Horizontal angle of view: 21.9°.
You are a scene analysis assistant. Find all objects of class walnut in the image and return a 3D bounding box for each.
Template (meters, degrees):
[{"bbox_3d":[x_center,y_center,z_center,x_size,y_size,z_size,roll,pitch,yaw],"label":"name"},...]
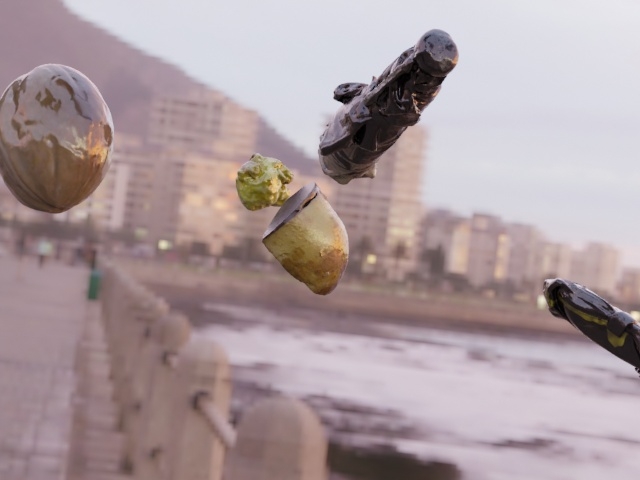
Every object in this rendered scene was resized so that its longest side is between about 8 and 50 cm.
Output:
[{"bbox_3d":[-0.294,-0.112,1.819,0.140,0.162,0.140,-22,-7,-3],"label":"walnut"}]

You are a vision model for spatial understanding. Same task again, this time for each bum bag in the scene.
[{"bbox_3d":[0.382,0.119,2.146,0.232,0.060,0.107,39,-6,26],"label":"bum bag"}]

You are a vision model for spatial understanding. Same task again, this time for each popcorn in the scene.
[{"bbox_3d":[-0.068,-0.063,1.926,0.059,0.068,0.083,22,-15,31],"label":"popcorn"}]

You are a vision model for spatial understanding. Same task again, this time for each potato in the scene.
[{"bbox_3d":[0.000,0.000,1.797,0.066,0.103,0.096,-32,17,35],"label":"potato"}]

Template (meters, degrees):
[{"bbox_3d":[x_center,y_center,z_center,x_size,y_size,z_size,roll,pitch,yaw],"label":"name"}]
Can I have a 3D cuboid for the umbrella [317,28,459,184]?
[{"bbox_3d":[0.078,-0.179,2.132,0.106,0.113,0.357,12,-22,-15],"label":"umbrella"}]
